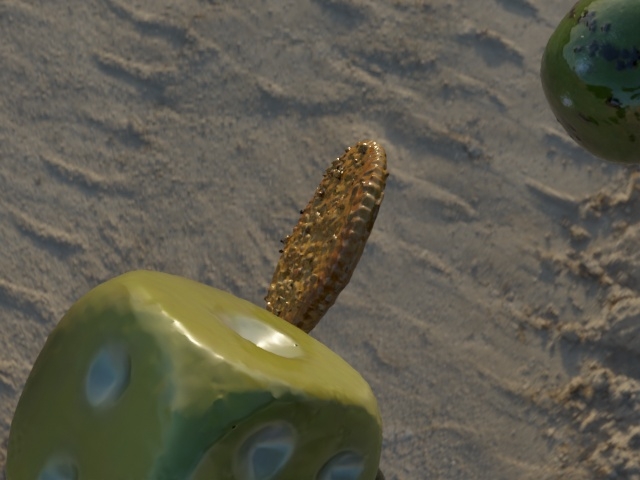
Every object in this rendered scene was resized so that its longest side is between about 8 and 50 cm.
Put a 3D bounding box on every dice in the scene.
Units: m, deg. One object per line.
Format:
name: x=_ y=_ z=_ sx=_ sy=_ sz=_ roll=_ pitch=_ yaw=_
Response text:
dice: x=-0.106 y=0.177 z=0.853 sx=0.226 sy=0.238 sz=0.233 roll=32 pitch=98 yaw=45

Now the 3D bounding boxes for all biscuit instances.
biscuit: x=0.000 y=0.000 z=1.104 sx=0.035 sy=0.254 sz=0.254 roll=27 pitch=61 yaw=-15

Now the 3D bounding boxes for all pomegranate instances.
pomegranate: x=0.452 y=-0.221 z=1.356 sx=0.290 sy=0.291 sz=0.323 roll=9 pitch=35 yaw=-1

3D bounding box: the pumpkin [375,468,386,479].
pumpkin: x=0.010 y=0.444 z=1.710 sx=0.223 sy=0.224 sz=0.157 roll=-1 pitch=61 yaw=-6
